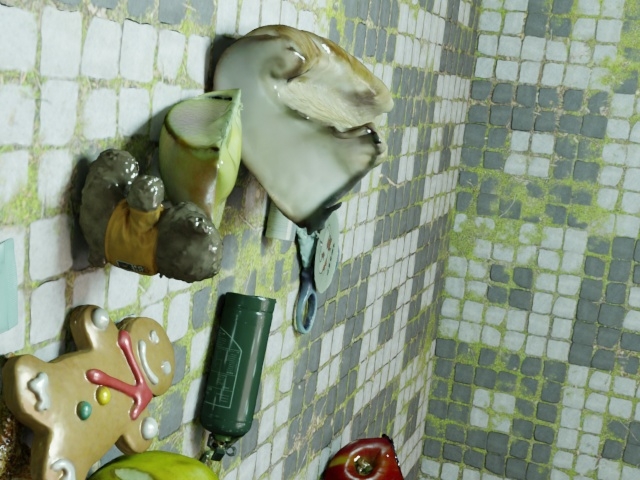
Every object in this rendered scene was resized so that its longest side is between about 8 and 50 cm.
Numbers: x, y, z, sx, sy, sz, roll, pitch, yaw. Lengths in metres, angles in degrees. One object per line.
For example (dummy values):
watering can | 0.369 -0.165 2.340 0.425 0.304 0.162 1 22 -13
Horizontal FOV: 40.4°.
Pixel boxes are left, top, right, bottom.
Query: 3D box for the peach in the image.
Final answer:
peach | 0.096 0.692 2.312 0.257 0.201 0.361 -113 -155 -44

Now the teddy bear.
teddy bear | -0.216 -0.010 1.132 0.177 0.190 0.140 85 25 -58

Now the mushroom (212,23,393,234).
mushroom | -0.020 -0.237 1.545 0.224 0.313 0.397 -41 -172 23

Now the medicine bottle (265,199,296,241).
medicine bottle | -0.061 -0.116 1.688 0.059 0.059 0.230 6 94 -70

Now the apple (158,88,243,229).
apple | -0.177 -0.105 1.272 0.265 0.120 0.193 -86 -177 -61

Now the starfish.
starfish | -0.384 0.251 1.019 0.227 0.043 0.240 28 68 -71

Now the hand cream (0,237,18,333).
hand cream | -0.408 0.090 0.884 0.320 0.067 0.109 -47 141 -69

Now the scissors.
scissors | -0.026 0.003 1.885 0.383 0.029 0.256 77 30 -45

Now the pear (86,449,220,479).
pear | -0.230 0.431 1.209 0.321 0.269 0.269 66 39 -56

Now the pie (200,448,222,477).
pie | -0.205 0.427 1.611 0.084 0.021 0.084 6 90 -68

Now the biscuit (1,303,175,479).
biscuit | -0.277 0.187 1.144 0.340 0.047 0.216 -26 101 -67

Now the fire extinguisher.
fire extinguisher | -0.155 0.249 1.562 0.114 0.095 0.311 168 -67 -76

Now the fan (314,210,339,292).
fan | -0.001 0.000 1.893 0.329 0.009 0.190 58 43 -66
